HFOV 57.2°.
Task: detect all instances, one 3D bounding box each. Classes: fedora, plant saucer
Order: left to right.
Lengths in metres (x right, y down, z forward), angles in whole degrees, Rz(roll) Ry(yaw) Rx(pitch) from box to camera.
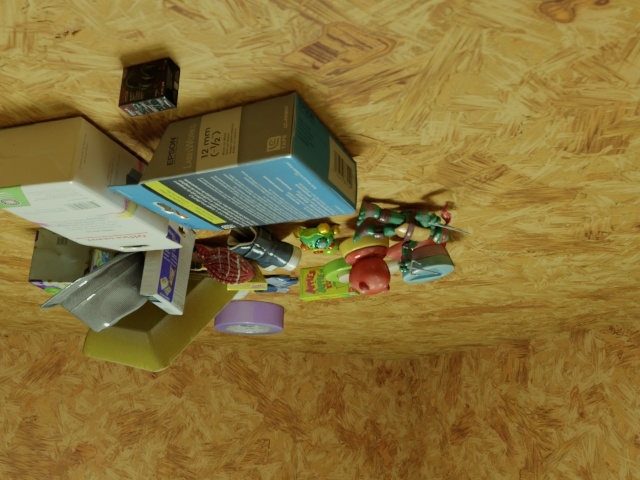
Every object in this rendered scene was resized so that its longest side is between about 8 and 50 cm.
[{"bbox_3d":[-0.468,0.117,1.319,0.243,0.124,0.275,-32,-172,23],"label":"fedora"},{"bbox_3d":[-0.440,0.186,1.571,0.332,0.333,0.081,1,124,36],"label":"plant saucer"}]

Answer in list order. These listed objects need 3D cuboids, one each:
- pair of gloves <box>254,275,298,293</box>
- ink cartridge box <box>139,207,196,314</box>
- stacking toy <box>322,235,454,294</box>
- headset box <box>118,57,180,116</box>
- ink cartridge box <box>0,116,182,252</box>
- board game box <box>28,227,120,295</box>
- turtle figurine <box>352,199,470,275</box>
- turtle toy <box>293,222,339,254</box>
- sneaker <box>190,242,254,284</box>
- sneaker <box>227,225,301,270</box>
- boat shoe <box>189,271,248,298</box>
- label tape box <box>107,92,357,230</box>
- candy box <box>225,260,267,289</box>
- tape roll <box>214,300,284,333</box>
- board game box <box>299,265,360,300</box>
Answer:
[{"bbox_3d":[-0.165,0.143,1.928,0.159,0.023,0.198,8,160,-17],"label":"pair of gloves"},{"bbox_3d":[-0.347,0.049,1.356,0.045,0.208,0.206,4,161,6],"label":"ink cartridge box"},{"bbox_3d":[0.164,0.089,1.471,0.308,0.131,0.279,-1,158,-27],"label":"stacking toy"},{"bbox_3d":[-0.236,-0.207,0.798,0.083,0.062,0.032,-5,160,19],"label":"headset box"},{"bbox_3d":[-0.419,-0.083,1.090,0.207,0.119,0.353,-4,161,16],"label":"ink cartridge box"},{"bbox_3d":[-0.630,0.079,1.556,0.144,0.142,0.275,1,162,1],"label":"board game box"},{"bbox_3d":[0.193,-0.016,1.269,0.234,0.118,0.175,13,127,4],"label":"turtle figurine"},{"bbox_3d":[0.000,0.000,1.407,0.095,0.066,0.130,-10,171,30],"label":"turtle toy"},{"bbox_3d":[-0.255,0.053,1.522,0.225,0.088,0.092,19,-172,32],"label":"sneaker"},{"bbox_3d":[-0.160,0.012,1.442,0.163,0.086,0.226,24,168,-22],"label":"sneaker"},{"bbox_3d":[-0.343,0.140,1.811,0.267,0.096,0.088,6,157,-18],"label":"boat shoe"},{"bbox_3d":[-0.141,-0.114,1.007,0.347,0.115,0.249,-5,161,25],"label":"label tape box"},{"bbox_3d":[-0.212,0.093,1.602,0.105,0.027,0.206,3,-167,-16],"label":"candy box"},{"bbox_3d":[-0.282,0.310,2.332,0.274,0.090,0.275,1,162,0],"label":"tape roll"},{"bbox_3d":[0.027,0.123,1.744,0.181,0.092,0.043,-9,160,26],"label":"board game box"}]
